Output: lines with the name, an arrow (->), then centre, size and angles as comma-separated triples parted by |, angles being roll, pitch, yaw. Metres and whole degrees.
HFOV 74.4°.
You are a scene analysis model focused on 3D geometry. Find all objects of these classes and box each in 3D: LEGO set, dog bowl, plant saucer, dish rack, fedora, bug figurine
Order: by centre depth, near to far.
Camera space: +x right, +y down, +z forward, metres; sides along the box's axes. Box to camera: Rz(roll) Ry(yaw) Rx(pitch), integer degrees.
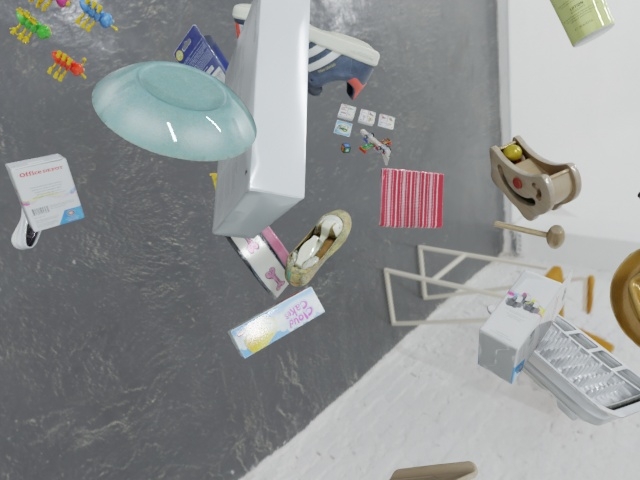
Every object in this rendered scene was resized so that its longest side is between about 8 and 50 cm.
plant saucer -> -0.168, -0.172, 0.512 | 0.195, 0.195, 0.037 | -21, 150, -42
fedora -> 0.491, 0.088, 0.573 | 0.079, 0.194, 0.194 | 6, 94, -36
dish rack -> 0.496, 0.247, 0.857 | 0.333, 0.285, 0.072 | 10, 117, -39
bug figurine -> -0.705, -0.589, 1.160 | 0.216, 0.279, 0.072 | 37, 34, -29
LEGO set -> 0.131, -0.325, 1.304 | 0.060, 0.183, 0.244 | 105, 0, -45
dog bowl -> -0.239, 0.027, 1.656 | 0.150, 0.408, 0.408 | -36, 125, -6

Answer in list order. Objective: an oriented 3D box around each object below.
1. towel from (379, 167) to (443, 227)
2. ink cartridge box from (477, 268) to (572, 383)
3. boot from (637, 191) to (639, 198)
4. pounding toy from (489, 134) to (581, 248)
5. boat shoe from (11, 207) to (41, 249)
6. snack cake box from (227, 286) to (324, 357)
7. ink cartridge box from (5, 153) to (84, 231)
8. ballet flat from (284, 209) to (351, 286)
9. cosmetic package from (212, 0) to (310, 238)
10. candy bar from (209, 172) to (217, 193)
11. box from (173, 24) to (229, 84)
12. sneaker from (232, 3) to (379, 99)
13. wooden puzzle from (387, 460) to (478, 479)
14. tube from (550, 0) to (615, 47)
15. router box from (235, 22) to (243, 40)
towel -> 0.316, -0.142, 1.451 | 0.275, 0.031, 0.198 | 0, 91, -28
ink cartridge box -> 0.325, 0.123, 0.673 | 0.181, 0.062, 0.104 | -41, 137, -25
boot -> 0.591, -0.070, 0.687 | 0.042, 0.087, 0.118 | -57, 176, -13
pounding toy -> 0.463, -0.116, 0.954 | 0.155, 0.269, 0.154 | -24, 147, -3
boat shoe -> -0.781, -0.064, 1.151 | 0.066, 0.063, 0.184 | 48, 50, -58
snack cake box -> -0.136, 0.241, 1.256 | 0.264, 0.152, 0.089 | -28, 86, -19
ink cartridge box -> -0.510, -0.091, 0.784 | 0.089, 0.052, 0.122 | -25, 128, -37
ballet flat -> 0.000, 0.000, 1.393 | 0.348, 0.123, 0.123 | -52, 130, -27
cosmetic package -> -0.116, -0.217, 0.778 | 0.098, 0.284, 0.376 | 7, 76, -21
candy bar -> -0.296, -0.141, 1.255 | 0.040, 0.018, 0.161 | -11, 64, -18
box -> -0.303, -0.456, 1.163 | 0.225, 0.136, 0.036 | 57, 44, -8
sneaker -> -0.041, -0.427, 0.982 | 0.350, 0.131, 0.148 | 14, 123, -18
wooden puzzle -> 0.161, 0.490, 0.814 | 0.239, 0.221, 0.044 | 7, 60, -45
tube -> 0.385, -0.431, 0.671 | 0.062, 0.070, 0.240 | -4, 72, -85
router box -> -0.164, -0.550, 1.315 | 0.335, 0.082, 0.301 | -81, 169, -56
